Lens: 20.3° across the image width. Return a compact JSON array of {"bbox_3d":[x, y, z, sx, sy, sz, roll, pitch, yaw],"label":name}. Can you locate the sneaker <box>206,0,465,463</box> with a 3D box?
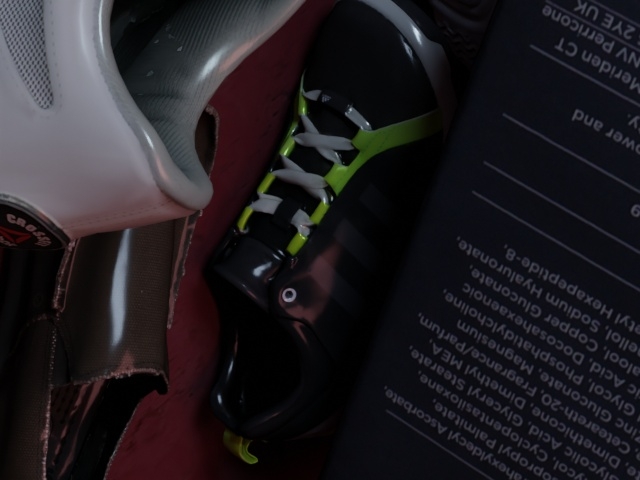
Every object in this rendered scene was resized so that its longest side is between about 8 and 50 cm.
[{"bbox_3d":[0.000,0.000,0.821,0.097,0.084,0.234,-14,121,-44],"label":"sneaker"}]

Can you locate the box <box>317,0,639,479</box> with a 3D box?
[{"bbox_3d":[0.190,0.011,0.838,0.293,0.212,0.395,-33,148,-51],"label":"box"}]

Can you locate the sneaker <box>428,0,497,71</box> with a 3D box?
[{"bbox_3d":[0.124,-0.207,0.831,0.153,0.101,0.268,-28,128,-35],"label":"sneaker"}]

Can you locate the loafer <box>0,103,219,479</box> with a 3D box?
[{"bbox_3d":[-0.086,0.033,0.743,0.080,0.078,0.220,8,105,-51],"label":"loafer"}]

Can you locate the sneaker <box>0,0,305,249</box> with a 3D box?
[{"bbox_3d":[-0.042,-0.148,0.594,0.122,0.146,0.330,38,62,-58],"label":"sneaker"}]
